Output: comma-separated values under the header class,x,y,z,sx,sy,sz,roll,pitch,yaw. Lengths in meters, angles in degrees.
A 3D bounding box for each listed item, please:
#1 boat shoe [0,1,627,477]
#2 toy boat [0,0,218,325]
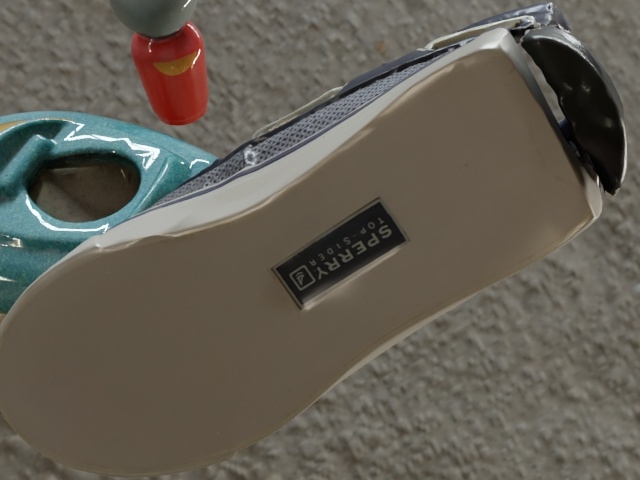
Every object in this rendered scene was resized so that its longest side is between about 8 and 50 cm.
class,x,y,z,sx,sy,sz,roll,pitch,yaw
boat shoe,0.000,0.000,0.630,0.127,0.340,0.158,61,24,-8
toy boat,-0.159,-0.068,0.889,0.267,0.148,0.318,9,48,16
